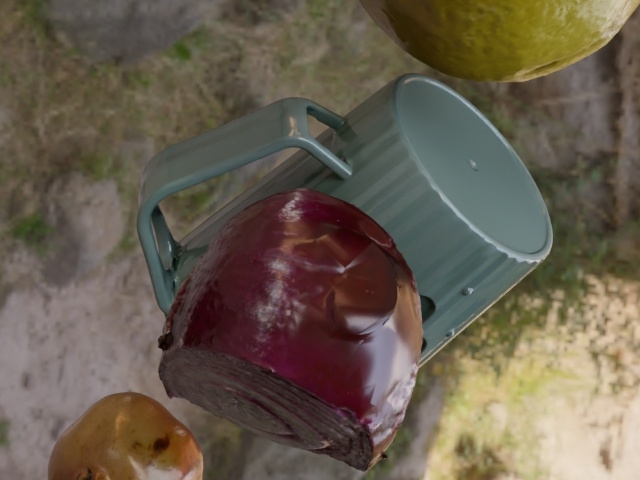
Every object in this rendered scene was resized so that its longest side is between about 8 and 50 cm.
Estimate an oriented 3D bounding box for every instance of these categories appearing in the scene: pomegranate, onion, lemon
[{"bbox_3d":[-0.252,0.302,1.607,0.209,0.209,0.209,8,90,-79],"label":"pomegranate"},{"bbox_3d":[-0.012,0.055,1.052,0.206,0.216,0.207,110,-1,-61],"label":"onion"},{"bbox_3d":[0.176,-0.314,1.221,0.348,0.348,0.348,8,90,-79],"label":"lemon"}]

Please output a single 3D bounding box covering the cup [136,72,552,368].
[{"bbox_3d":[0.012,0.021,1.423,0.401,0.392,0.310,7,50,-51],"label":"cup"}]
